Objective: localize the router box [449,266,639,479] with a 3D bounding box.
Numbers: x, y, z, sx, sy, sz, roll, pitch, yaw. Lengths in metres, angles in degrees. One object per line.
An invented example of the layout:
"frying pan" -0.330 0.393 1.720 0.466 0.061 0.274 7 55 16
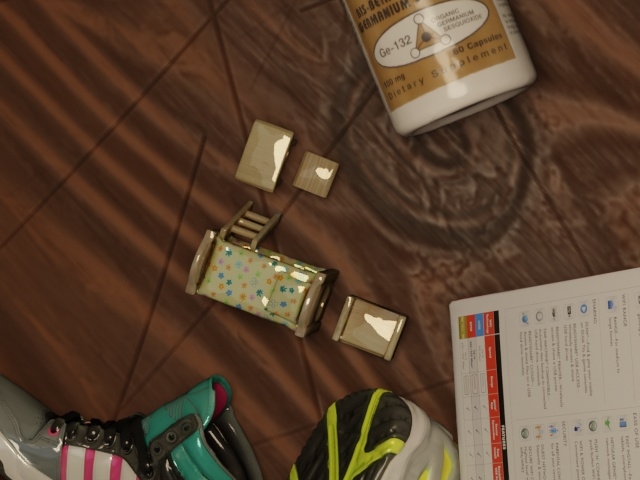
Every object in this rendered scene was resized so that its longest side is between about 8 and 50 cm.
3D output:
"router box" 0.244 0.195 1.484 0.301 0.082 0.335 -12 77 48

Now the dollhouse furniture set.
"dollhouse furniture set" 0.000 0.000 1.615 0.182 0.101 0.161 20 94 7

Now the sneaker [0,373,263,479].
"sneaker" -0.162 0.172 1.629 0.295 0.124 0.178 40 101 -2

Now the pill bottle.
"pill bottle" 0.083 -0.215 1.584 0.131 0.131 0.229 -22 88 8

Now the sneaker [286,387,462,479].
"sneaker" 0.006 0.318 1.590 0.147 0.145 0.385 29 98 -34
